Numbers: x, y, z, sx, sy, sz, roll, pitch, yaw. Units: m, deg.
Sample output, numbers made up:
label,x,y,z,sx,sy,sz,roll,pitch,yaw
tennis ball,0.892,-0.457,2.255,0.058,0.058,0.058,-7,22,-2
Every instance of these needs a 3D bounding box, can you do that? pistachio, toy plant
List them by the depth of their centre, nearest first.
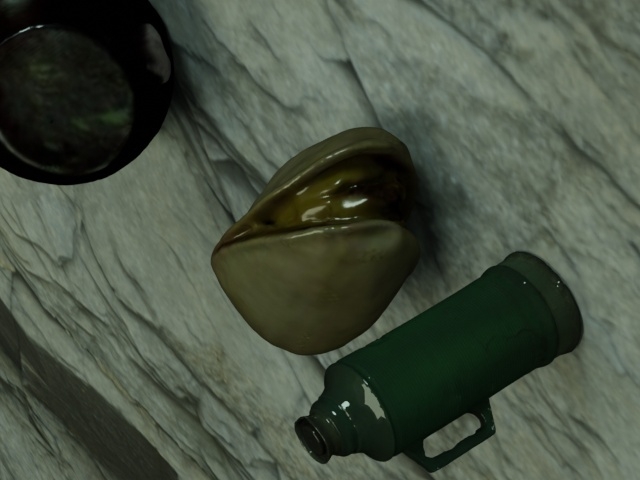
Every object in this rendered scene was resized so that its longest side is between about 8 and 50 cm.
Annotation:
label,x,y,z,sx,sy,sz,roll,pitch,yaw
pistachio,0.000,0.000,1.289,0.206,0.131,0.129,123,141,-63
toy plant,-0.206,-0.143,1.489,0.218,0.175,0.235,63,180,-20

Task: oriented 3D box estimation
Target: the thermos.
label,x,y,z,sx,sy,sz,roll,pitch,yaw
thermos,0.069,0.084,1.191,0.073,0.188,0.083,13,127,57
